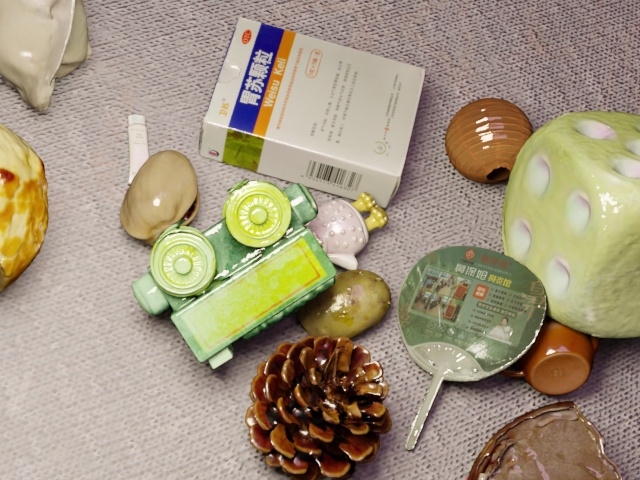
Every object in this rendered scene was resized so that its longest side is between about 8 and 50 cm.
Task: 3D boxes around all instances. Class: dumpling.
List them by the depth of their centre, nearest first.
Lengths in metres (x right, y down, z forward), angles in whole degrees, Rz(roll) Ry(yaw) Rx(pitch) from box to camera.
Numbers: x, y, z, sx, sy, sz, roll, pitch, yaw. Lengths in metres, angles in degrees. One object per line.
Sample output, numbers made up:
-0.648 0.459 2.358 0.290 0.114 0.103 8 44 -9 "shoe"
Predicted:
-0.416 -0.333 1.844 0.164 0.204 0.292 -1 73 -2 "dumpling"

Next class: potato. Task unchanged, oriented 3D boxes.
0.038 0.092 1.817 0.138 0.070 0.091 -24 90 -20 "potato"

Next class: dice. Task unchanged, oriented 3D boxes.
0.424 -0.024 1.827 0.255 0.251 0.249 -1 35 -22 "dice"

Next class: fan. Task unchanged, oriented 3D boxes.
0.175 0.125 1.825 0.294 0.012 0.223 -42 57 4 "fan"

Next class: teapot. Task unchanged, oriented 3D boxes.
0.330 0.156 1.847 0.173 0.116 0.116 -12 66 6 "teapot"

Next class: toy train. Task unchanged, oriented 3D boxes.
-0.110 0.035 1.712 0.272 0.159 0.188 -32 95 -4 "toy train"

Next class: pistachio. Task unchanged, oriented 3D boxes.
-0.225 -0.061 1.816 0.113 0.113 0.149 13 47 -7 "pistachio"

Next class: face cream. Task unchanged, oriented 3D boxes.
-0.266 -0.132 1.883 0.038 0.020 0.115 3 67 -23 "face cream"

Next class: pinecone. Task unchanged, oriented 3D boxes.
0.005 0.216 1.684 0.208 0.207 0.207 6 63 -11 "pinecone"

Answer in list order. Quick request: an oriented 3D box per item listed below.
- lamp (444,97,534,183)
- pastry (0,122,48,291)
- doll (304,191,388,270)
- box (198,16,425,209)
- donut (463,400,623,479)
0.258 -0.151 1.957 0.136 0.136 0.136 6 63 -11 "lamp"
-0.441 -0.067 1.680 0.236 0.256 0.170 48 55 -2 "pastry"
0.000 0.000 1.850 0.207 0.081 0.129 -31 77 -23 "doll"
-0.011 -0.192 1.920 0.300 0.106 0.200 16 62 -3 "box"
0.313 0.408 1.696 0.259 0.136 0.345 -26 72 -21 "donut"
